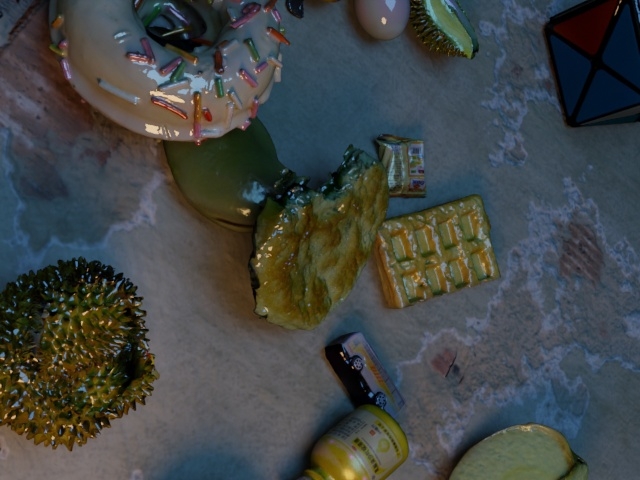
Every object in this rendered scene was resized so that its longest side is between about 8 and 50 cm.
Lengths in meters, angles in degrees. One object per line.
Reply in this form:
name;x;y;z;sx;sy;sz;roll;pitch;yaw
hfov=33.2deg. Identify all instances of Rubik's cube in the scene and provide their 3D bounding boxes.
Rubik's cube;0.656;-0.385;2.240;0.250;0.246;0.248;-8;87;-34

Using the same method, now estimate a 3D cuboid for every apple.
apple;0.335;0.485;1.911;0.346;0.179;0.254;-37;90;-31

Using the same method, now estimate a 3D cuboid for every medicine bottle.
medicine bottle;0.036;0.374;1.766;0.212;0.122;0.121;-35;101;-33

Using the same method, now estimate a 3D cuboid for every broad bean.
broad bean;-0.155;-0.126;1.752;0.189;0.121;0.263;-32;84;-28

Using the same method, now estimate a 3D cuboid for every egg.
egg;0.113;-0.435;1.978;0.103;0.103;0.135;-9;88;-34

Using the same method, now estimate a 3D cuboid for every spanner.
spanner;-0.056;-0.502;1.924;0.046;0.012;0.208;-13;94;-31

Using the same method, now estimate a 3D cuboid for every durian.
durian;0.216;-0.434;2.055;0.220;0.095;0.137;58;22;-8
durian;-0.352;0.152;1.493;0.293;0.258;0.258;-35;101;-49

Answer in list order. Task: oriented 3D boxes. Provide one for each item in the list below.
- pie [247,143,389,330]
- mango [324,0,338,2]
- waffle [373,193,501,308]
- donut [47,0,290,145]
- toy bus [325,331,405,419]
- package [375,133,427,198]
pie;0.000;0.000;1.755;0.371;0.078;0.296;-26;127;-53
mango;0.035;-0.535;1.932;0.111;0.125;0.232;17;72;-23
waffle;0.212;0.021;1.986;0.274;0.057;0.168;-15;89;-35
donut;-0.230;-0.332;1.662;0.383;0.142;0.382;8;65;-19
toy bus;0.079;0.237;1.861;0.072;0.057;0.172;-42;105;-39
package;0.152;-0.137;1.993;0.108;0.031;0.120;-2;88;-33
